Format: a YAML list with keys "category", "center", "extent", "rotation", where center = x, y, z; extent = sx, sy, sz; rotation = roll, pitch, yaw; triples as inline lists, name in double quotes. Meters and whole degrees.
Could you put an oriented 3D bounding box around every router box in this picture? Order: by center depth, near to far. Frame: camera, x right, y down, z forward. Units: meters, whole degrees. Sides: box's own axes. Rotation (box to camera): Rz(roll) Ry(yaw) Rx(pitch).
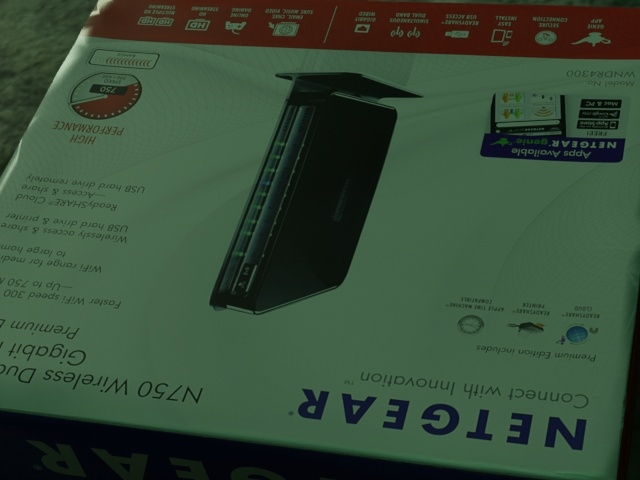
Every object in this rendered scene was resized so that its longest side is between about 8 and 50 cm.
- category: "router box"
  center: [0.000, 0.000, 0.679]
  extent: [0.336, 0.082, 0.301]
  rotation: [4, 49, 15]
